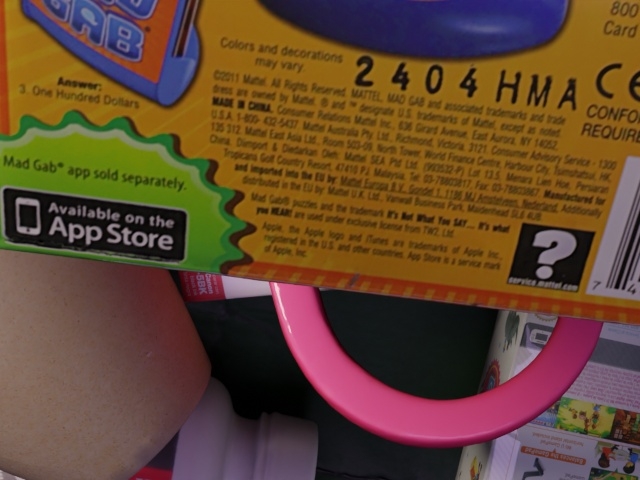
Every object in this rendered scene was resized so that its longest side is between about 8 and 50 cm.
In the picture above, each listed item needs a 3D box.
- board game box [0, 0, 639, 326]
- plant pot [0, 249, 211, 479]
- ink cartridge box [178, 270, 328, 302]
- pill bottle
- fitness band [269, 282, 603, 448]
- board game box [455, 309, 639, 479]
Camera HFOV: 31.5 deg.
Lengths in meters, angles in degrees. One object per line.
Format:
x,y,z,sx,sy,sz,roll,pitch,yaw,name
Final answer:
0.063,-0.216,0.513,0.356,0.356,0.356,7,124,-2,board game box
-0.208,0.030,0.732,0.256,0.256,0.274,-36,108,23,plant pot
-0.026,-0.001,0.806,0.135,0.099,0.056,-5,106,10,ink cartridge box
-0.168,0.181,0.897,0.318,0.176,0.176,10,123,-3,pill bottle
0.064,-0.016,0.711,0.209,0.291,0.054,-15,163,0,fitness band
0.228,0.119,0.809,0.224,0.097,0.303,13,95,-5,board game box
